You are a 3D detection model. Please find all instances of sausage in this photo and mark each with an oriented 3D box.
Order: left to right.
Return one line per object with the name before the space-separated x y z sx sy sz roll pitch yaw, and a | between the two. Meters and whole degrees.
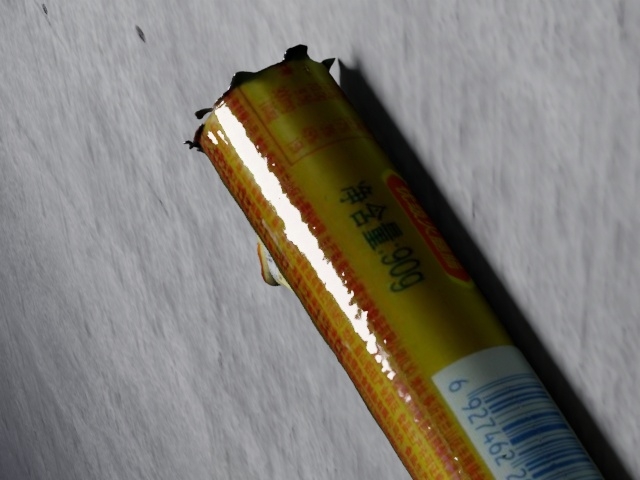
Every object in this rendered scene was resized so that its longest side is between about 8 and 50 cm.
sausage | 0.062 0.072 0.811 0.371 0.082 0.082 57 159 25

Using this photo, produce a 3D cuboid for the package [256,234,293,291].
package | -0.001 -0.001 0.970 0.121 0.031 0.108 34 144 49
